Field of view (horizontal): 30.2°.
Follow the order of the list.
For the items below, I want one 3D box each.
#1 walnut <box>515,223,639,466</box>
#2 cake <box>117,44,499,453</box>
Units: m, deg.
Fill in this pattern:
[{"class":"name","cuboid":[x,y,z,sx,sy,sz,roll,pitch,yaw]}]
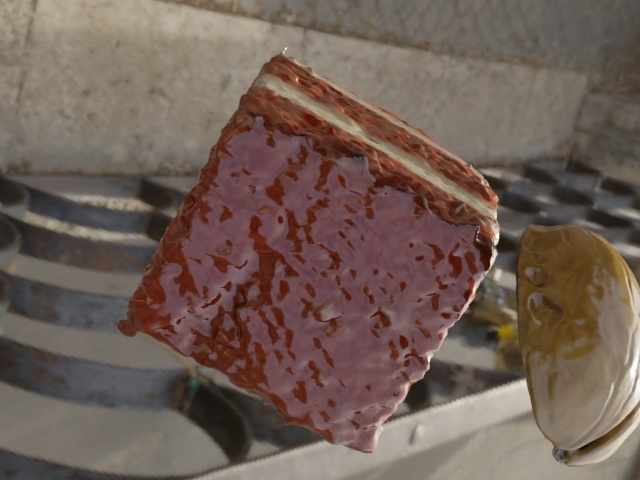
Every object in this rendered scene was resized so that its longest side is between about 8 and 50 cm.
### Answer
[{"class":"walnut","cuboid":[0.222,0.073,0.959,0.167,0.087,0.211,34,47,-49]},{"class":"cake","cuboid":[0.000,0.000,1.158,0.270,0.269,0.319,-58,-175,20]}]
